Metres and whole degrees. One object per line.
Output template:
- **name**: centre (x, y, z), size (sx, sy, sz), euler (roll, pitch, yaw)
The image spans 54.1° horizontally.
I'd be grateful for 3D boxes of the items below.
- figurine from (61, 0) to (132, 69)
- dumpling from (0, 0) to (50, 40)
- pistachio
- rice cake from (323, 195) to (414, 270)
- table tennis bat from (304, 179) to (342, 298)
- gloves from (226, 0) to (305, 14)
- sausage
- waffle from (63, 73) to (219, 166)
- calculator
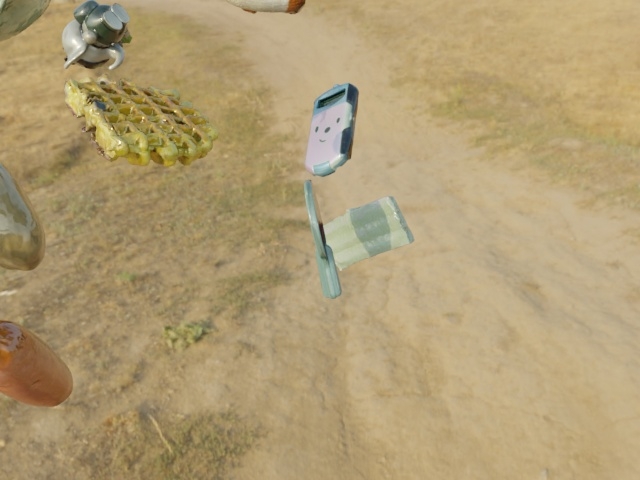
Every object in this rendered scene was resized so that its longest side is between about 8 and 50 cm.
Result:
- **figurine**: centre (-0.456, -0.406, 1.261), size (0.192, 0.126, 0.147), euler (-15, 45, 38)
- **dumpling**: centre (-0.352, -0.263, 0.638), size (0.149, 0.105, 0.217), euler (-17, 53, -1)
- **pistachio**: centre (-0.604, -0.044, 1.193), size (0.135, 0.226, 0.136), euler (-24, 6, 3)
- **rice cake**: centre (0.095, -0.016, 1.409), size (0.237, 0.127, 0.043), euler (-26, 0, 43)
- **table tennis bat**: centre (0.000, 0.000, 1.233), size (0.040, 0.244, 0.153), euler (-12, 14, 5)
- **gloves**: centre (-0.113, -0.377, 0.814), size (0.218, 0.140, 0.131), euler (44, 34, -4)
- **sausage**: centre (-0.516, 0.212, 1.073), size (0.113, 0.259, 0.114), euler (0, 61, 0)
- **waffle**: centre (-0.312, -0.204, 1.066), size (0.283, 0.065, 0.309), euler (19, 25, -2)
- **calculator**: centre (0.033, -0.317, 1.771), size (0.173, 0.051, 0.293), euler (-14, 62, 46)
